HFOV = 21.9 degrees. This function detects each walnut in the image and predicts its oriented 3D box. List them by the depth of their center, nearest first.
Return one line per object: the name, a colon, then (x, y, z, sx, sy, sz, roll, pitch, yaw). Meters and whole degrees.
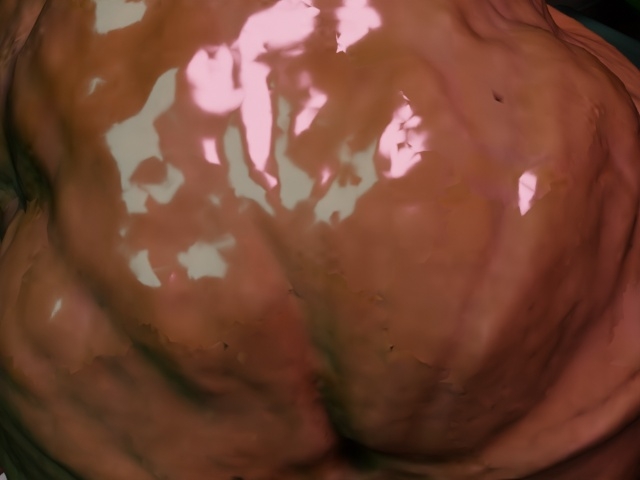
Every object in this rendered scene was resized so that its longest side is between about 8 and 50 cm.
walnut: (-0.001, -0.001, 0.606, 0.253, 0.282, 0.277, -40, 43, 18)

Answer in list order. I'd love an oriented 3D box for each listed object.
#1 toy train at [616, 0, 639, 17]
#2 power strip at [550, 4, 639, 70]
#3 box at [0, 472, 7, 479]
toy train: (0.165, -0.194, 0.673, 0.243, 0.132, 0.188, -53, 42, 11)
power strip: (0.152, -0.034, 0.661, 0.060, 0.027, 0.252, -55, 38, 5)
box: (-0.101, 0.170, 0.730, 0.182, 0.133, 0.099, -40, 41, 21)
